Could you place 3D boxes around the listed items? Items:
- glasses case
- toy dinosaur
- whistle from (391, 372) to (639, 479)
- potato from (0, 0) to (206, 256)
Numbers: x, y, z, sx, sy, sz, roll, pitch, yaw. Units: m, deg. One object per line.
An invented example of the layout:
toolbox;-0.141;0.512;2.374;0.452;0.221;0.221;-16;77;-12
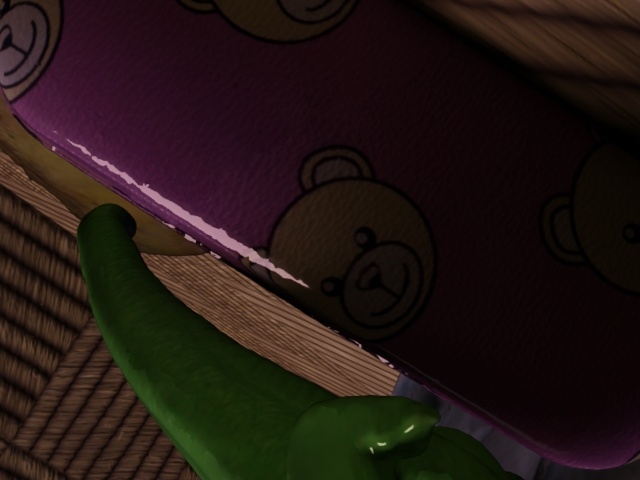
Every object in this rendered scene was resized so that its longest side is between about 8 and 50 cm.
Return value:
glasses case;0.019;-0.027;0.633;0.316;0.123;0.076;32;172;-2
toy dinosaur;0.088;0.134;0.598;0.374;0.144;0.500;32;-169;-19
whistle;0.177;0.154;0.955;0.405;0.168;0.188;41;168;-22
potato;-0.158;-0.103;0.890;0.269;0.112;0.255;23;167;36
